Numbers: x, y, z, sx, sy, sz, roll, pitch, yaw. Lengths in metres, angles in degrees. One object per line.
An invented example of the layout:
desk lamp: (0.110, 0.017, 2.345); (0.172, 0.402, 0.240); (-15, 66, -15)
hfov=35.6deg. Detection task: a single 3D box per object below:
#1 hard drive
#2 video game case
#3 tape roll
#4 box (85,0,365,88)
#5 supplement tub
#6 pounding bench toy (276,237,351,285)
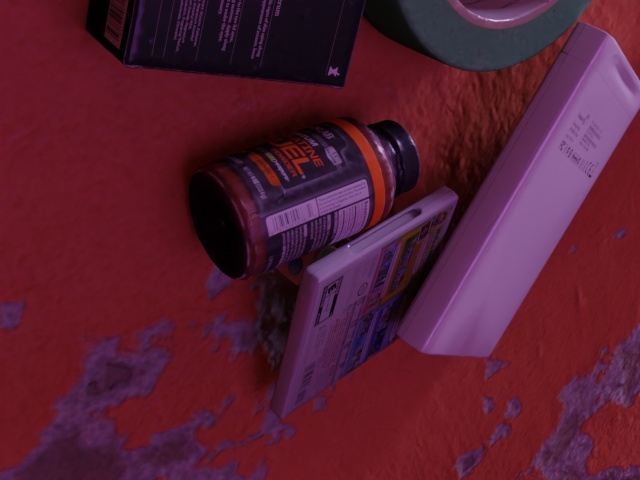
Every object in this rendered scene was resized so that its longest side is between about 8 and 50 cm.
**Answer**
hard drive: (0.223, -0.036, 1.067); (0.353, 0.047, 0.233); (-61, 154, 7)
video game case: (0.041, 0.062, 0.977); (0.193, 0.023, 0.212); (-30, 149, -35)
tape roll: (0.157, -0.310, 0.862); (0.321, 0.077, 0.321); (-22, 129, -31)
box: (-0.049, -0.253, 0.711); (0.184, 0.103, 0.261); (2, 114, -31)
supplement tub: (-0.009, -0.046, 0.876); (0.198, 0.106, 0.106); (-23, 128, -28)
pounding bench toy: (0.000, 0.000, 0.947); (0.065, 0.052, 0.083); (18, 103, -44)
